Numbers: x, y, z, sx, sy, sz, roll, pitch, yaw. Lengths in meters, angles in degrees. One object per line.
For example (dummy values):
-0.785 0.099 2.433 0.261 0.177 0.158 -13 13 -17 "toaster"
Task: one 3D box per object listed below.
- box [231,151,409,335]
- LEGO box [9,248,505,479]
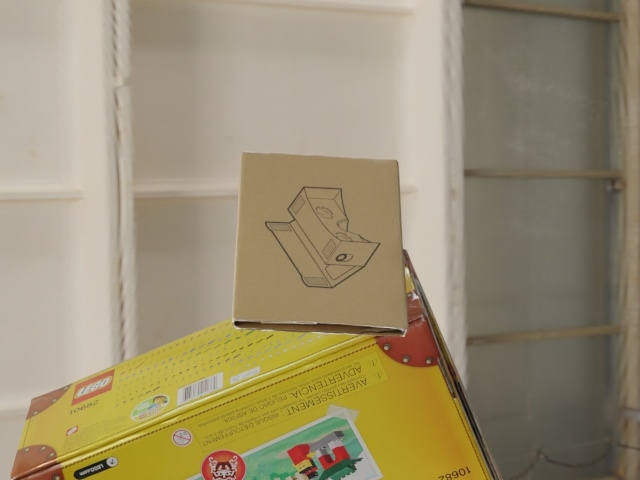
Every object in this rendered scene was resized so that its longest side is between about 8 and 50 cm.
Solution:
0.000 0.000 1.196 0.164 0.021 0.201 3 -126 -4 "box"
-0.051 0.288 1.462 0.500 0.193 0.372 -22 -67 5 "LEGO box"
